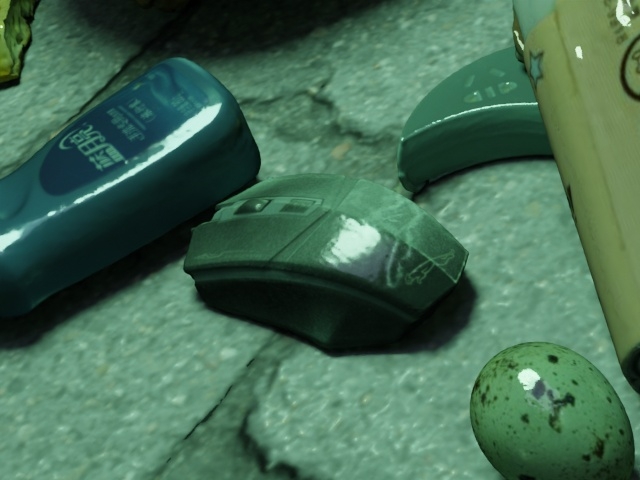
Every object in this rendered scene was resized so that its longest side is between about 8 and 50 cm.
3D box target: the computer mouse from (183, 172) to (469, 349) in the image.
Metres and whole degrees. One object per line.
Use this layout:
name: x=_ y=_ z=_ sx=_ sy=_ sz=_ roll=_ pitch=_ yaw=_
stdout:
computer mouse: x=-0.002 y=0.000 z=1.163 sx=0.231 sy=0.071 sz=0.126 roll=17 pitch=52 yaw=36

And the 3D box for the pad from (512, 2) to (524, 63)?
pad: x=0.284 y=-0.252 z=1.238 sx=0.286 sy=0.018 sz=0.284 roll=-5 pitch=59 yaw=15

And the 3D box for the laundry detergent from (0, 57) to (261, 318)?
laundry detergent: x=-0.192 y=-0.027 z=1.248 sx=0.290 sy=0.094 sz=0.143 roll=-33 pitch=40 yaw=-17

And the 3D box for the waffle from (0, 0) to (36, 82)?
waffle: x=-0.376 y=-0.217 z=1.564 sx=0.221 sy=0.055 sz=0.248 roll=-11 pitch=41 yaw=9

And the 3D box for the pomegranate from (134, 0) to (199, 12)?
pomegranate: x=-0.103 y=-0.390 z=1.423 sx=0.411 sy=0.411 sz=0.411 roll=-11 pitch=41 yaw=10

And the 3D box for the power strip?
power strip: x=0.191 y=-0.080 z=1.192 sx=0.253 sy=0.054 sz=0.167 roll=9 pitch=48 yaw=30

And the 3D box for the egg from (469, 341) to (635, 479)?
egg: x=0.137 y=0.108 z=0.977 sx=0.085 sy=0.085 sz=0.110 roll=-39 pitch=62 yaw=-22

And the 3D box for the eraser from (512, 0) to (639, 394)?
eraser: x=0.219 y=-0.070 z=1.045 sx=0.171 sy=0.087 sz=0.290 roll=-34 pitch=52 yaw=31
